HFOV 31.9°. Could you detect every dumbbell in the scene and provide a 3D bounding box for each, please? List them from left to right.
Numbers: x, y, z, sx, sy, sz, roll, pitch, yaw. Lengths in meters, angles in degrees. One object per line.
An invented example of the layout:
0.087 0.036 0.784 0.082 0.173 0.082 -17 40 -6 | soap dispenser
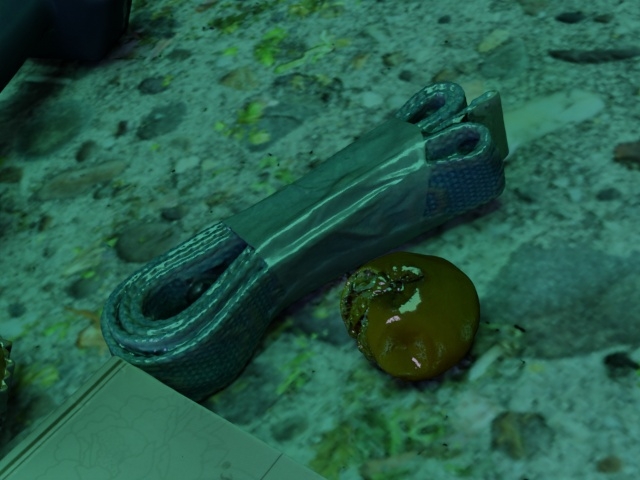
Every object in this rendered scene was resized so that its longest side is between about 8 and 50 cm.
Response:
-0.274 -0.139 0.891 0.143 0.156 0.316 27 55 0 | dumbbell

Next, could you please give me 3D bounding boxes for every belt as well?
0.000 0.000 0.722 0.302 0.072 0.087 -33 42 -12 | belt

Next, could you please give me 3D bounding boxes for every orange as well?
0.055 0.039 0.672 0.086 0.062 0.086 -7 46 7 | orange

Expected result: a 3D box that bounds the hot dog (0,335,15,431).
-0.299 0.072 0.748 0.131 0.069 0.253 -41 48 -20 | hot dog

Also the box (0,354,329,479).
-0.076 0.139 0.584 0.198 0.029 0.109 23 54 34 | box
